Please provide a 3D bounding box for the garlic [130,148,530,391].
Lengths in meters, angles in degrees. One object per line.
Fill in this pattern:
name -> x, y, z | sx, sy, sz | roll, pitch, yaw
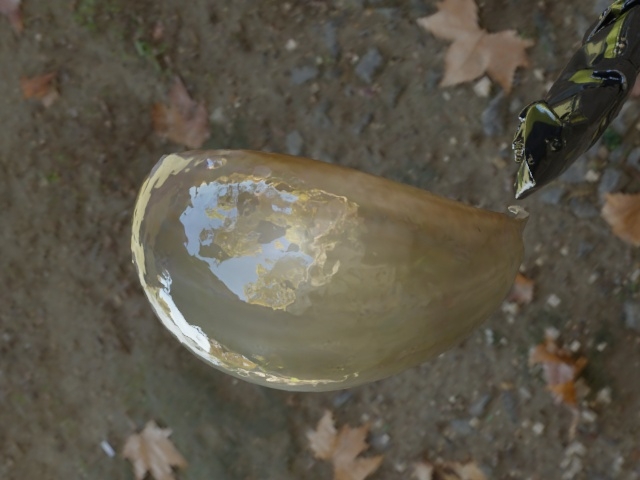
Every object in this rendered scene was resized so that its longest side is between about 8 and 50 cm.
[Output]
garlic -> 0.004, 0.007, 0.780 | 0.244, 0.164, 0.145 | 6, 118, 2

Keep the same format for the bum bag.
bum bag -> 0.203, -0.114, 1.000 | 0.060, 0.232, 0.107 | 40, 137, 3
